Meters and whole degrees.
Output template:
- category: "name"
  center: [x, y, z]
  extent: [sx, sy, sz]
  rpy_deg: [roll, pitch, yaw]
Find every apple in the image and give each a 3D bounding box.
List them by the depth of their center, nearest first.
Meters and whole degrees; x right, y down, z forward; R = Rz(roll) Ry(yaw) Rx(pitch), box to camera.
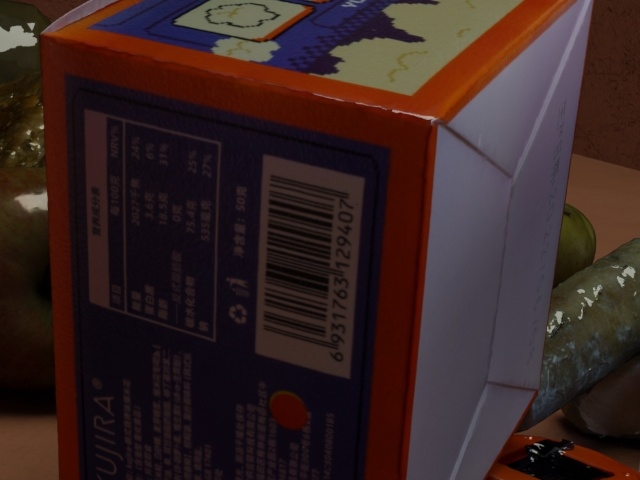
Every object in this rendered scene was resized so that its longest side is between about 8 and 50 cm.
- category: "apple"
  center: [-0.247, 0.031, 1.159]
  extent: [0.188, 0.188, 0.174]
  rpy_deg: [2, 8, -31]

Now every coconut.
- category: "coconut"
  center: [0.284, 0.132, 1.287]
  extent: [0.124, 0.110, 0.110]
  rpy_deg: [3, 12, -3]

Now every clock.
- category: "clock"
  center: [0.171, 0.190, 1.047]
  extent: [0.205, 0.051, 0.205]
  rpy_deg: [8, 12, -2]

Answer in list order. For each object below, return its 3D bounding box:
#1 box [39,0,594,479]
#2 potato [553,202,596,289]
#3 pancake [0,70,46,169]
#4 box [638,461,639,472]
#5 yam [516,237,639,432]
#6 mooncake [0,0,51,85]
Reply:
- category: "box"
  center: [0.000, 0.002, 0.918]
  extent: [0.257, 0.349, 0.318]
  rpy_deg: [14, 30, 20]
- category: "potato"
  center: [0.228, 0.013, 1.714]
  extent: [0.197, 0.148, 0.228]
  rpy_deg: [-22, -16, 27]
- category: "pancake"
  center: [-0.350, -0.058, 1.382]
  extent: [0.356, 0.065, 0.356]
  rpy_deg: [-21, 36, 16]
- category: "box"
  center: [0.354, 0.124, 1.221]
  extent: [0.071, 0.168, 0.259]
  rpy_deg: [13, 13, 28]
- category: "yam"
  center: [0.227, 0.076, 1.200]
  extent: [0.259, 0.093, 0.093]
  rpy_deg: [-28, 32, -34]
- category: "mooncake"
  center: [-0.416, -0.161, 1.722]
  extent: [0.155, 0.284, 0.284]
  rpy_deg: [5, 12, -21]
